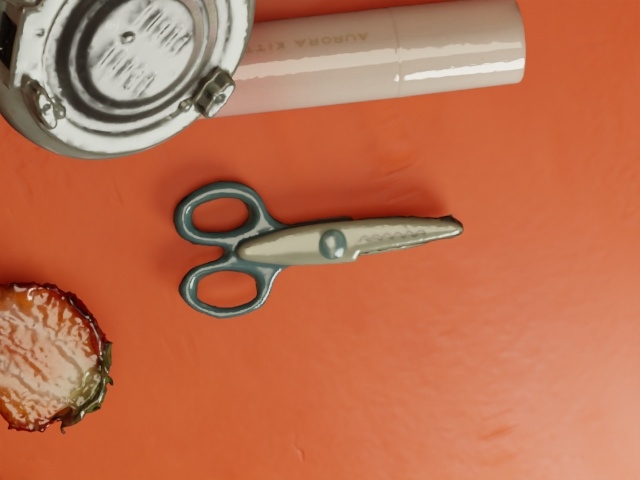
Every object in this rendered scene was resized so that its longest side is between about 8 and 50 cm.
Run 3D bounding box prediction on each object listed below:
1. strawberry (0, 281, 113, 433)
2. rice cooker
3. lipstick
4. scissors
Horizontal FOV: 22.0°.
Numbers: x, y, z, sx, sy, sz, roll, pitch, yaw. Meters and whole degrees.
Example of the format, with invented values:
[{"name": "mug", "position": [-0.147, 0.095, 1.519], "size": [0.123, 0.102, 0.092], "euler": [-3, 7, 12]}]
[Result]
[{"name": "strawberry", "position": [-0.286, 0.106, 1.597], "size": [0.187, 0.082, 0.146], "euler": [35, 93, -10]}, {"name": "rice cooker", "position": [-0.214, -0.228, 1.408], "size": [0.316, 0.317, 0.264], "euler": [7, 124, -11]}, {"name": "lipstick", "position": [0.026, -0.174, 1.561], "size": [0.326, 0.087, 0.087], "euler": [-7, 107, -6]}, {"name": "scissors", "position": [0.000, 0.000, 1.630], "size": [0.289, 0.041, 0.138], "euler": [-6, 99, -7]}]
